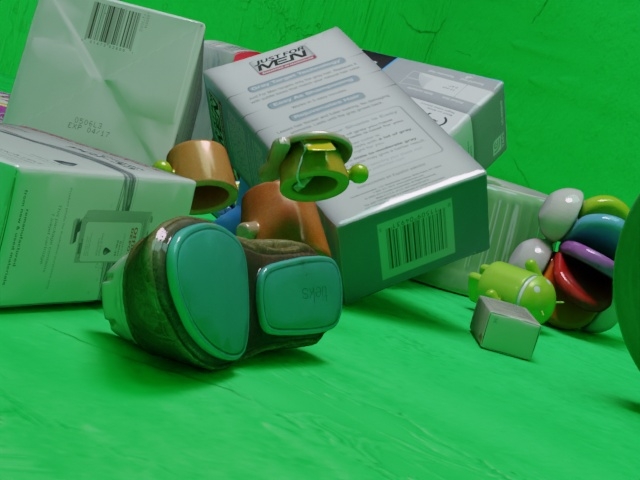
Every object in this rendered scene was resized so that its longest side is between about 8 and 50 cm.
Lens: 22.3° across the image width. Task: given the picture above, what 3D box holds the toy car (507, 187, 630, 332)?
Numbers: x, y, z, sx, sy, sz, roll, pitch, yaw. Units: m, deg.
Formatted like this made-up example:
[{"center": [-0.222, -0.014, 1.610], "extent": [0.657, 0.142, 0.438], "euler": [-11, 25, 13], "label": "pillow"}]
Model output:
[{"center": [0.336, 0.031, 2.053], "extent": [0.159, 0.182, 0.136], "euler": [30, 9, -7], "label": "toy car"}]

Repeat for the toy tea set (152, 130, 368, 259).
[{"center": [-0.122, -0.009, 1.604], "extent": [0.336, 0.124, 0.200], "euler": [-4, -25, -10], "label": "toy tea set"}]

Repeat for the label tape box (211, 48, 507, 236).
[{"center": [0.046, -0.107, 2.067], "extent": [0.249, 0.115, 0.347], "euler": [18, 40, 30], "label": "label tape box"}]

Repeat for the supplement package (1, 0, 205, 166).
[{"center": [-0.232, -0.138, 1.785], "extent": [0.177, 0.175, 0.293], "euler": [14, -11, -3], "label": "supplement package"}]

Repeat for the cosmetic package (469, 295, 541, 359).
[{"center": [0.200, 0.094, 1.771], "extent": [0.060, 0.041, 0.115], "euler": [16, 7, -1], "label": "cosmetic package"}]

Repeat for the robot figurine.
[{"center": [0.236, 0.066, 1.981], "extent": [0.115, 0.067, 0.101], "euler": [21, 35, 35], "label": "robot figurine"}]

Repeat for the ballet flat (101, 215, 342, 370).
[{"center": [-0.095, 0.042, 1.286], "extent": [0.124, 0.116, 0.342], "euler": [-3, -1, 21], "label": "ballet flat"}]

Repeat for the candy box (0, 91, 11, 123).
[{"center": [-0.431, -0.165, 2.340], "extent": [0.159, 0.071, 0.233], "euler": [14, 7, -20], "label": "candy box"}]

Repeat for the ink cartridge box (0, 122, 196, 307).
[{"center": [-0.266, -0.030, 1.364], "extent": [0.207, 0.117, 0.283], "euler": [18, 7, 23], "label": "ink cartridge box"}]

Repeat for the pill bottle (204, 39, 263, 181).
[{"center": [-0.061, -0.162, 2.508], "extent": [0.407, 0.229, 0.229], "euler": [22, 9, 41], "label": "pill bottle"}]

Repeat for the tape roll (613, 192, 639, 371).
[{"center": [0.448, 0.041, 1.572], "extent": [0.321, 0.321, 0.077], "euler": [18, 7, 16], "label": "tape roll"}]

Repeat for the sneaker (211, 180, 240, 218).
[{"center": [-0.079, -0.036, 2.190], "extent": [0.188, 0.067, 0.078], "euler": [9, -12, -37], "label": "sneaker"}]

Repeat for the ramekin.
[{"center": [0.188, -0.021, 2.251], "extent": [0.303, 0.148, 0.303], "euler": [15, 6, -2], "label": "ramekin"}]

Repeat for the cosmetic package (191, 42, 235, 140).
[{"center": [-0.232, -0.164, 2.125], "extent": [0.138, 0.224, 0.224], "euler": [17, 7, 16], "label": "cosmetic package"}]

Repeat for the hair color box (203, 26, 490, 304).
[{"center": [0.023, -0.097, 1.878], "extent": [0.185, 0.114, 0.374], "euler": [-20, 40, -17], "label": "hair color box"}]
